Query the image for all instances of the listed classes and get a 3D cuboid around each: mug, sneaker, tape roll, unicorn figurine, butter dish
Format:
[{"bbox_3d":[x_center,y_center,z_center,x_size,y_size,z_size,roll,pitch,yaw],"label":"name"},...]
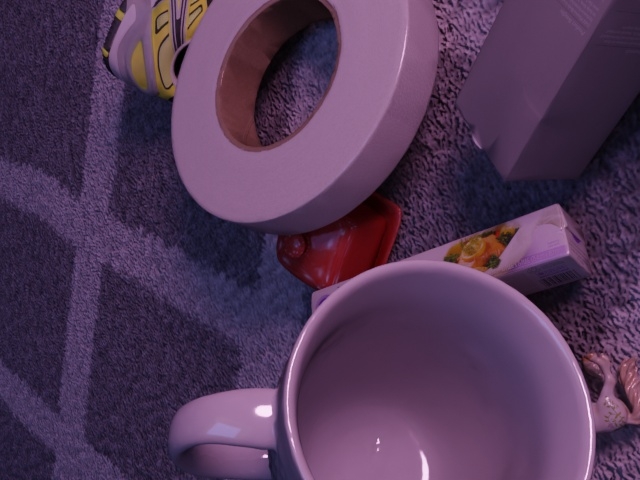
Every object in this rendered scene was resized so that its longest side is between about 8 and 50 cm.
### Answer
[{"bbox_3d":[0.032,0.209,0.730,0.328,0.375,0.276,109,162,-61],"label":"mug"},{"bbox_3d":[-0.177,-0.379,1.026,0.147,0.145,0.384,34,119,4],"label":"sneaker"},{"bbox_3d":[-0.037,-0.201,0.873,0.392,0.072,0.391,-14,68,38],"label":"tape roll"},{"bbox_3d":[0.264,0.185,0.740,0.162,0.060,0.111,-30,71,42],"label":"unicorn figurine"},{"bbox_3d":[0.000,0.000,0.907,0.160,0.118,0.159,33,116,33],"label":"butter dish"}]

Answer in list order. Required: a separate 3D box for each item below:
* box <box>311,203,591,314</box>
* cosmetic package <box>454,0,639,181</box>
[{"bbox_3d":[0.133,0.050,0.793,0.324,0.067,0.063,-23,52,33],"label":"box"},{"bbox_3d":[0.227,-0.177,0.640,0.238,0.107,0.127,109,149,-48],"label":"cosmetic package"}]
